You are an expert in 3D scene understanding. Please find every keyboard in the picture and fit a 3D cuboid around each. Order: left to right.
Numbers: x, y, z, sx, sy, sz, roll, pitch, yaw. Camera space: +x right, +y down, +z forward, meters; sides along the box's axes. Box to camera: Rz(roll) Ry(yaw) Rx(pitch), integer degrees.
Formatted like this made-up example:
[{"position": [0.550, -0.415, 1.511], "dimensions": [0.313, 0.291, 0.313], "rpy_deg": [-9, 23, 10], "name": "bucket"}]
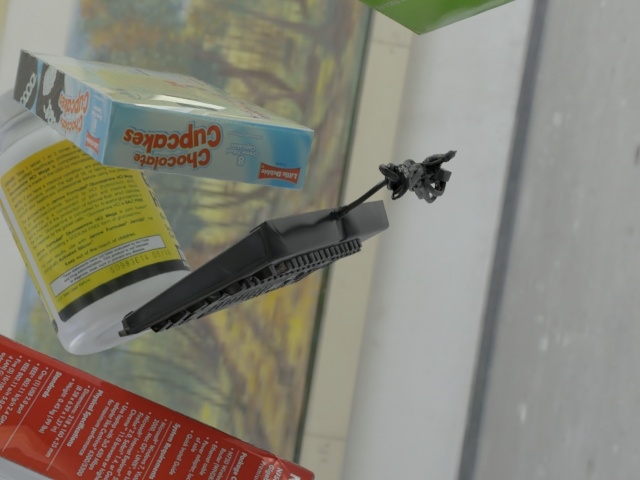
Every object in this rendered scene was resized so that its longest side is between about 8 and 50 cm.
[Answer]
[{"position": [0.000, 0.000, 0.848], "dimensions": [0.033, 0.202, 0.317], "rpy_deg": [57, -165, 4], "name": "keyboard"}]

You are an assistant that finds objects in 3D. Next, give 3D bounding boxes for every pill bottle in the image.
[{"position": [-0.306, -0.038, 1.585], "dimensions": [0.333, 0.188, 0.188], "rpy_deg": [63, 169, 11], "name": "pill bottle"}]

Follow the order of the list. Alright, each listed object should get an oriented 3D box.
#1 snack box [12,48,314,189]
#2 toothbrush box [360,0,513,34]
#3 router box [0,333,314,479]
[{"position": [-0.159, -0.119, 1.158], "dimensions": [0.322, 0.187, 0.060], "rpy_deg": [31, 113, 59], "name": "snack box"}, {"position": [0.000, -0.240, 0.660], "dimensions": [0.122, 0.283, 0.206], "rpy_deg": [-64, 17, -7], "name": "toothbrush box"}, {"position": [-0.199, 0.217, 0.802], "dimensions": [0.082, 0.301, 0.335], "rpy_deg": [-66, 0, -50], "name": "router box"}]
